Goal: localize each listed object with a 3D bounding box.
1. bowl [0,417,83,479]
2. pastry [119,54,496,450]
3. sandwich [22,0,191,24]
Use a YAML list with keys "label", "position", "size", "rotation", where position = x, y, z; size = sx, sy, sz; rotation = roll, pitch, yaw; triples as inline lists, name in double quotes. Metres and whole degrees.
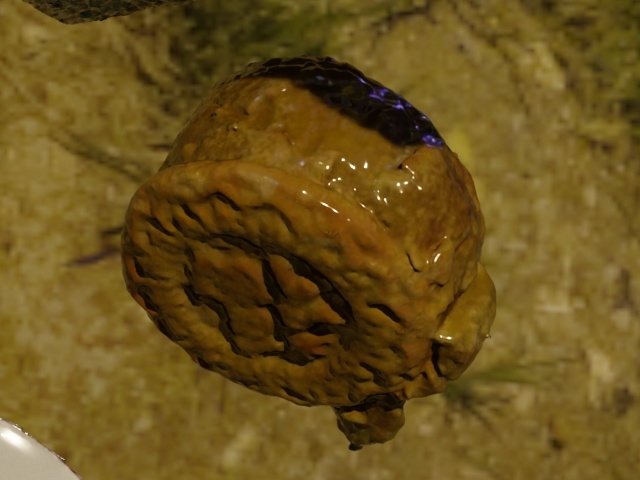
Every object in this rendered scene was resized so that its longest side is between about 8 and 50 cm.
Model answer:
- label: "bowl"
  position: [-0.196, 0.172, 0.856]
  size: [0.086, 0.189, 0.189]
  rotation: [-65, 145, -53]
- label: "pastry"
  position: [0.000, 0.000, 1.134]
  size: [0.235, 0.240, 0.132]
  rotation: [31, 54, -7]
- label: "sandwich"
  position: [-0.089, -0.213, 1.072]
  size: [0.249, 0.273, 0.095]
  rotation: [12, 71, -71]
